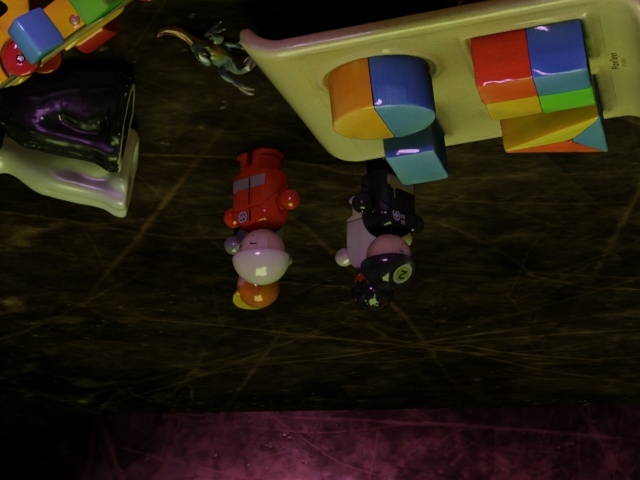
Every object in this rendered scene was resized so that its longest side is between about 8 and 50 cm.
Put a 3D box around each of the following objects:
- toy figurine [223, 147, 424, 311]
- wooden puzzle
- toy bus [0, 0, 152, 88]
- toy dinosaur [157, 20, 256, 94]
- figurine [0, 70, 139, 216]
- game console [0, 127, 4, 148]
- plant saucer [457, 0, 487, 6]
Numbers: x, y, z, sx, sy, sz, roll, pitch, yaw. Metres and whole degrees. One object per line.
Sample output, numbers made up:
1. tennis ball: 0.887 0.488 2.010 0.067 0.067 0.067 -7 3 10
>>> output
1. toy figurine: 0.000 0.000 1.792 0.213 0.148 0.209 1 162 -6
2. wooden puzzle: 0.132 -0.125 1.495 0.348 0.080 0.322 -5 166 13
3. toy bus: -0.194 -0.199 1.244 0.202 0.104 0.191 -39 -173 -40
4. toy dinosaur: -0.088 -0.170 1.479 0.090 0.047 0.082 30 177 13
5. figurine: -0.285 -0.102 1.595 0.210 0.092 0.215 9 162 -1
6. game console: -0.411 -0.170 1.314 0.293 0.173 0.250 18 -165 9
7. plant saucer: 0.157 -0.201 1.400 0.084 0.013 0.083 -1 163 0
